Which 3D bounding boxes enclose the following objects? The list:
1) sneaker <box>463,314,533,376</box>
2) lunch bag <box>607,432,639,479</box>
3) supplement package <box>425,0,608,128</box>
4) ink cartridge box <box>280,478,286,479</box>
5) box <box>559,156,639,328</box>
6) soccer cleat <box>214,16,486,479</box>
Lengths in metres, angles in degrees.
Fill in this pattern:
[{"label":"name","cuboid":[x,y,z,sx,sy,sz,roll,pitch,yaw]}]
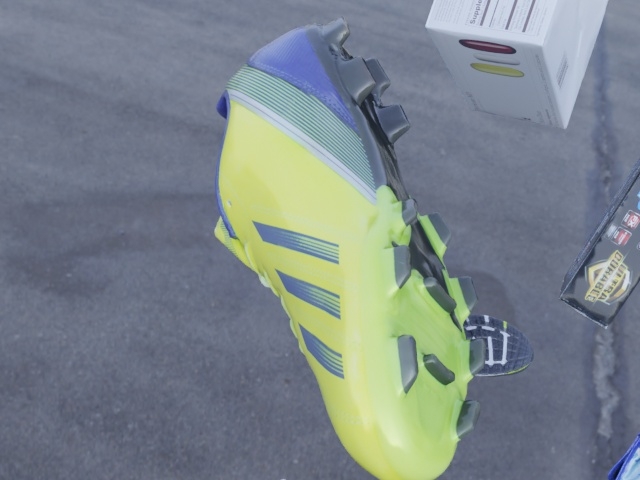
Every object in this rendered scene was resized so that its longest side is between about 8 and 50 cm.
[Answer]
[{"label":"sneaker","cuboid":[0.230,0.201,1.415,0.299,0.121,0.111,-2,67,25]},{"label":"lunch bag","cuboid":[0.418,0.310,0.968,0.128,0.151,0.096,18,-10,-41]},{"label":"supplement package","cuboid":[0.263,-0.293,1.019,0.145,0.204,0.262,17,-6,26]},{"label":"ink cartridge box","cuboid":[-0.066,0.409,0.983,0.092,0.159,0.218,33,1,7]},{"label":"box","cuboid":[0.299,-0.035,0.725,0.051,0.220,0.175,32,13,14]},{"label":"soccer cleat","cuboid":[0.001,0.000,0.420,0.093,0.121,0.289,41,28,-45]}]
